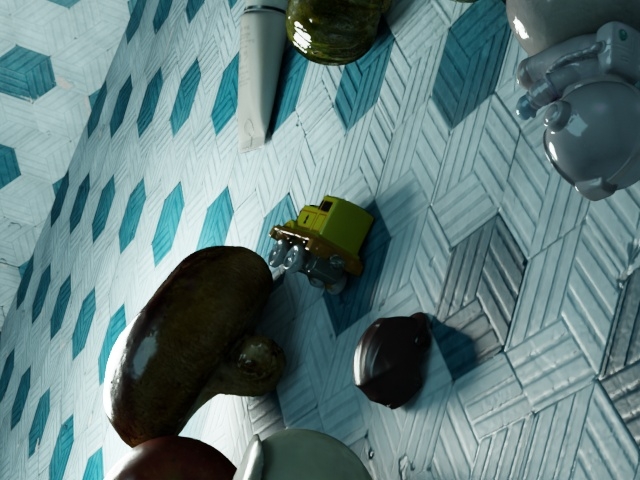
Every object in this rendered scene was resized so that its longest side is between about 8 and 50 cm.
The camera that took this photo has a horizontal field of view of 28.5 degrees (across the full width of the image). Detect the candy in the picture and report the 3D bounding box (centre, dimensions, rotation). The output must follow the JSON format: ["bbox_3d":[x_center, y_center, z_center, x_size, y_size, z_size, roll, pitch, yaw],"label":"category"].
[{"bbox_3d":[-0.023,0.349,1.412,0.295,0.185,0.296,-169,90,-84],"label":"candy"}]

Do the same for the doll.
[{"bbox_3d":[0.258,-0.166,1.195,0.151,0.150,0.287,-47,37,48],"label":"doll"}]

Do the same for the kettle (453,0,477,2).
[{"bbox_3d":[0.205,-0.476,1.477,0.377,0.250,0.361,-58,46,25],"label":"kettle"}]

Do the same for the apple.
[{"bbox_3d":[-0.209,0.389,1.791,0.230,0.230,0.230,-50,30,44],"label":"apple"}]

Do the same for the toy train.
[{"bbox_3d":[0.000,0.000,1.764,0.127,0.089,0.219,-63,20,-4],"label":"toy train"}]

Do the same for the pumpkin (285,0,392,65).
[{"bbox_3d":[0.030,-0.369,1.882,0.223,0.157,0.224,-168,90,-84],"label":"pumpkin"}]

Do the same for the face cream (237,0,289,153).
[{"bbox_3d":[-0.113,-0.319,2.299,0.143,0.089,0.315,179,100,-67],"label":"face cream"}]

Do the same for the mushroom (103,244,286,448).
[{"bbox_3d":[-0.199,0.157,1.930,0.239,0.345,0.345,60,150,0],"label":"mushroom"}]

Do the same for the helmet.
[{"bbox_3d":[0.077,0.135,1.484,0.098,0.070,0.123,-34,44,58],"label":"helmet"}]
